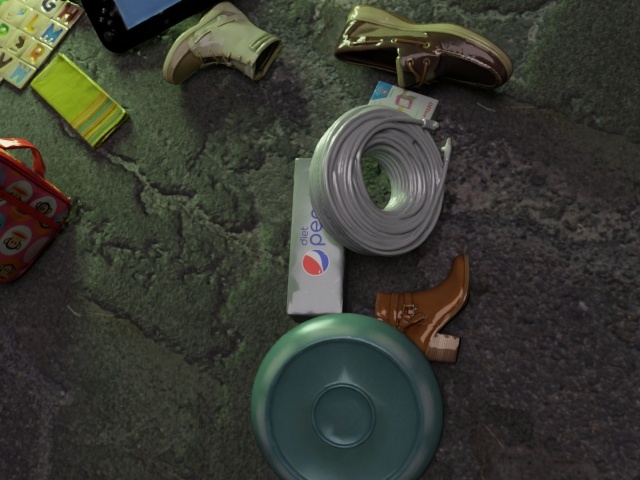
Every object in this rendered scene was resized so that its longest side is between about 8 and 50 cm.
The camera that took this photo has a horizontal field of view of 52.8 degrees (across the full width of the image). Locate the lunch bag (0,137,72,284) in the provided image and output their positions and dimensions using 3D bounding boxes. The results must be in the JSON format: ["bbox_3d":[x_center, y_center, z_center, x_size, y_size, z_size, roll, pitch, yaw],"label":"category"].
[{"bbox_3d":[-0.597,-0.068,1.161,0.120,0.293,0.258,36,82,22],"label":"lunch bag"}]

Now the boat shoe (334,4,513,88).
[{"bbox_3d":[0.180,-0.332,1.199,0.341,0.123,0.123,25,78,20],"label":"boat shoe"}]

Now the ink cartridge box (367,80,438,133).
[{"bbox_3d":[0.151,-0.234,1.210,0.122,0.052,0.089,22,78,14],"label":"ink cartridge box"}]

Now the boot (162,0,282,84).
[{"bbox_3d":[-0.198,-0.366,1.298,0.165,0.077,0.213,39,80,16],"label":"boot"}]

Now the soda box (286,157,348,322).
[{"bbox_3d":[0.000,0.000,1.143,0.097,0.091,0.287,0,73,8],"label":"soda box"}]

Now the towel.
[{"bbox_3d":[-0.511,-0.298,1.357,0.237,0.021,0.102,41,83,18],"label":"towel"}]

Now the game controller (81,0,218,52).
[{"bbox_3d":[-0.341,-0.518,1.322,0.319,0.067,0.167,-22,109,16],"label":"game controller"}]

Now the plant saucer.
[{"bbox_3d":[0.038,0.277,1.033,0.317,0.043,0.318,0,89,8],"label":"plant saucer"}]

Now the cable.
[{"bbox_3d":[0.098,-0.101,1.090,0.257,0.089,0.257,16,77,-30],"label":"cable"}]

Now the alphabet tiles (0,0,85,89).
[{"bbox_3d":[-0.701,-0.489,1.453,0.285,0.011,0.343,31,80,17],"label":"alphabet tiles"}]

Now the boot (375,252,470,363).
[{"bbox_3d":[0.172,0.103,1.096,0.152,0.073,0.197,11,73,17],"label":"boot"}]
